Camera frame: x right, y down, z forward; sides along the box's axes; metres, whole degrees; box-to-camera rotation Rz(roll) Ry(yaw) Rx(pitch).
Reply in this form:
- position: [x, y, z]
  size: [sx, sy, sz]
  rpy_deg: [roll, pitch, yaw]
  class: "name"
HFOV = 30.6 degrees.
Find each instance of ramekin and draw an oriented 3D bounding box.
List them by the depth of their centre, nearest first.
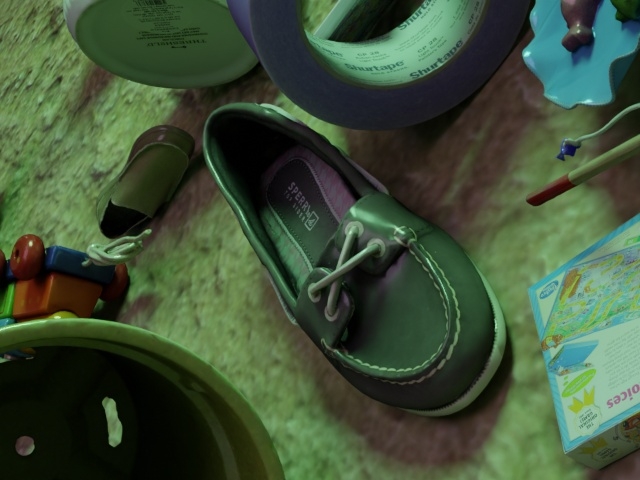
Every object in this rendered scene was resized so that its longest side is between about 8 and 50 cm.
- position: [-0.130, -0.220, 1.031]
  size: [0.207, 0.207, 0.109]
  rpy_deg: [-23, 57, 46]
  class: "ramekin"

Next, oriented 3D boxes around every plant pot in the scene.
- position: [-0.187, 0.165, 0.775]
  size: [0.276, 0.276, 0.254]
  rpy_deg: [-63, 20, -2]
  class: "plant pot"

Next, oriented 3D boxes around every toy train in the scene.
- position: [-0.230, 0.073, 1.042]
  size: [0.248, 0.105, 0.143]
  rpy_deg: [-12, 66, 52]
  class: "toy train"

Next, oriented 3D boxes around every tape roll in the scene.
- position: [0.036, -0.171, 0.754]
  size: [0.189, 0.189, 0.080]
  rpy_deg: [-52, 31, 15]
  class: "tape roll"

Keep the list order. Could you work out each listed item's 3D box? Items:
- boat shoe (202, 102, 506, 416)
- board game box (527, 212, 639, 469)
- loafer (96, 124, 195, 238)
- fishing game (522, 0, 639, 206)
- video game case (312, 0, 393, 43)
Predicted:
- position: [0.000, 0.000, 0.758]
  size: [0.112, 0.095, 0.335]
  rpy_deg: [-55, 31, 10]
  class: "boat shoe"
- position: [0.172, 0.028, 0.552]
  size: [0.154, 0.026, 0.103]
  rpy_deg: [-38, 38, 33]
  class: "board game box"
- position: [-0.162, -0.049, 1.080]
  size: [0.148, 0.056, 0.050]
  rpy_deg: [-47, 33, 41]
  class: "loafer"
- position: [0.144, -0.156, 0.585]
  size: [0.189, 0.041, 0.264]
  rpy_deg: [148, 133, -67]
  class: "fishing game"
- position: [0.022, -0.160, 0.867]
  size: [0.087, 0.011, 0.122]
  rpy_deg: [-52, -6, 15]
  class: "video game case"
